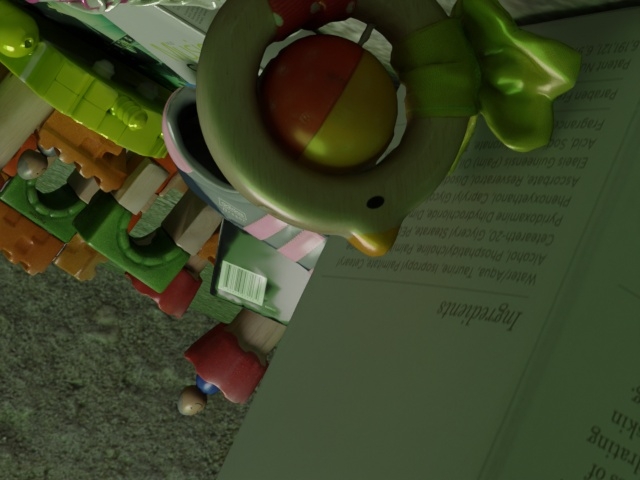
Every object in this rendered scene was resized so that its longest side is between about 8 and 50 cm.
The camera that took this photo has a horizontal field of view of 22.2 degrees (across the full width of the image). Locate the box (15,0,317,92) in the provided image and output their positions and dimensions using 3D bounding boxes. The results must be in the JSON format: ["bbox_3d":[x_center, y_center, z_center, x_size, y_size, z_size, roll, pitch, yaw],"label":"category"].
[{"bbox_3d":[-0.134,-0.186,1.357,0.322,0.058,0.232,31,168,-26],"label":"box"}]

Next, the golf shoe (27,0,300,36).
[{"bbox_3d":[-0.131,-0.195,1.072,0.306,0.140,0.115,30,167,-36],"label":"golf shoe"}]

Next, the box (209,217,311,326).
[{"bbox_3d":[0.055,0.014,1.536,0.261,0.184,0.103,22,128,12],"label":"box"}]

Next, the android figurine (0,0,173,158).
[{"bbox_3d":[-0.225,-0.159,1.500,0.273,0.056,0.248,38,-171,37],"label":"android figurine"}]

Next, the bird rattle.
[{"bbox_3d":[0.015,-0.110,0.944,0.253,0.207,0.143,34,164,-21],"label":"bird rattle"}]

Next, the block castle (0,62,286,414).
[{"bbox_3d":[-0.250,-0.024,1.730,0.453,0.213,0.303,37,-176,-34],"label":"block castle"}]

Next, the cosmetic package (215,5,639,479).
[{"bbox_3d":[0.188,0.098,1.093,0.329,0.394,0.327,30,169,-24],"label":"cosmetic package"}]

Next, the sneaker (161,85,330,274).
[{"bbox_3d":[-0.002,-0.032,1.326,0.319,0.112,0.131,24,168,27],"label":"sneaker"}]
